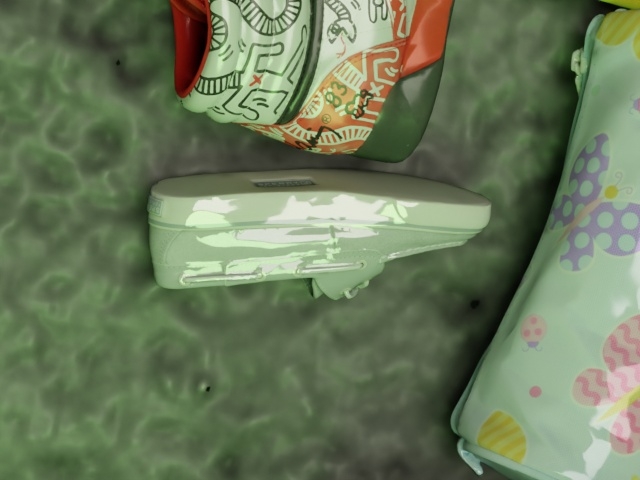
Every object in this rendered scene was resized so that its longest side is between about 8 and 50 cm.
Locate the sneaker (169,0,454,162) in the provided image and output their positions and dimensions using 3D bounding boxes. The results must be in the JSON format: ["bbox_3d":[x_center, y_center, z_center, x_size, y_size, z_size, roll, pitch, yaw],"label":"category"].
[{"bbox_3d":[0.002,-0.182,0.946,0.145,0.090,0.270,10,92,-21],"label":"sneaker"}]

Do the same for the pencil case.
[{"bbox_3d":[0.166,0.011,0.999,0.124,0.113,0.273,19,87,-8],"label":"pencil case"}]

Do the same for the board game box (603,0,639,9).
[{"bbox_3d":[0.169,-0.178,1.010,0.181,0.043,0.092,13,111,-18],"label":"board game box"}]

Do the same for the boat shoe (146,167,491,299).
[{"bbox_3d":[0.000,0.000,0.972,0.184,0.066,0.063,-3,108,-20],"label":"boat shoe"}]
